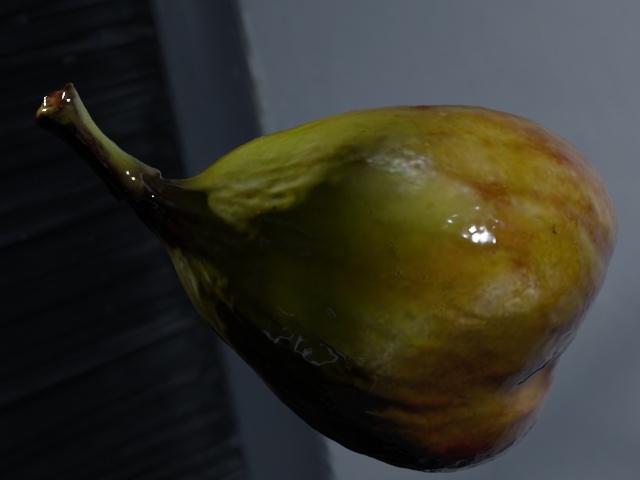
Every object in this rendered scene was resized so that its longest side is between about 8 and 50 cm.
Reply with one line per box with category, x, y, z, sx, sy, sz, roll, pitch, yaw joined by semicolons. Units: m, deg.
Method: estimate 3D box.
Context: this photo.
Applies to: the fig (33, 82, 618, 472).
fig;0.001;0.001;0.874;0.170;0.274;0.145;-58;22;27
